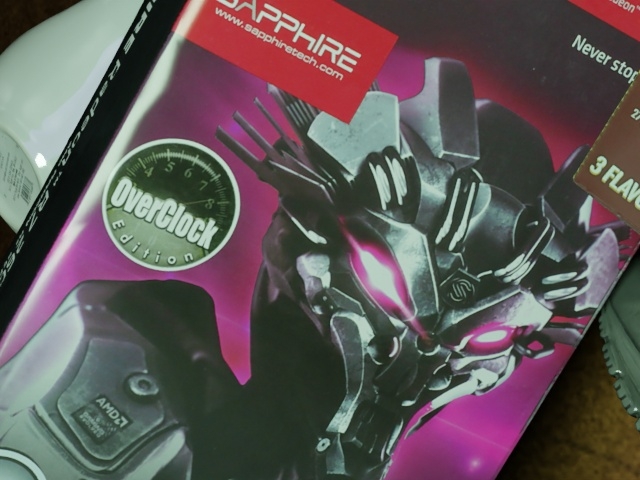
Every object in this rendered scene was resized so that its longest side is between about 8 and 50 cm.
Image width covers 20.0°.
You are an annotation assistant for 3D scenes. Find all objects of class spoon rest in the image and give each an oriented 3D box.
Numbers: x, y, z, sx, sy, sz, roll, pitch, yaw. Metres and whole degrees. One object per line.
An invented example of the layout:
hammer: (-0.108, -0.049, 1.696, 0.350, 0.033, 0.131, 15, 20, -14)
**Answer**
spoon rest: (-0.125, -0.085, 0.975, 0.137, 0.084, 0.276, 49, 146, 15)

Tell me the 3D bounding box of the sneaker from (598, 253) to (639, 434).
sneaker: (0.240, 0.097, 0.771, 0.286, 0.109, 0.130, 46, 106, 16)

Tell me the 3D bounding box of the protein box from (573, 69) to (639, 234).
protein box: (0.237, -0.068, 0.684, 0.136, 0.201, 0.200, 40, 115, 25)

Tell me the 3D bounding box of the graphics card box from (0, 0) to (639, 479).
graphics card box: (0.000, 0.000, 0.790, 0.371, 0.232, 0.094, -59, 20, 12)
